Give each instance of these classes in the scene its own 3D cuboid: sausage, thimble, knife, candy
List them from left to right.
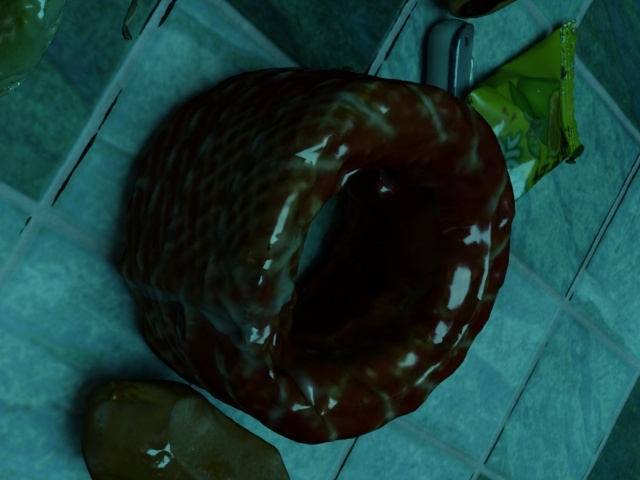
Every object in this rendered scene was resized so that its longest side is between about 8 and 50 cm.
[{"bbox_3d":[-0.128,0.221,1.032,0.258,0.133,0.133,43,76,-38],"label":"sausage"},{"bbox_3d":[0.000,0.000,1.001,0.350,0.230,0.350,-14,112,-38],"label":"thimble"},{"bbox_3d":[0.147,-0.116,1.214,0.073,0.040,0.266,-23,120,-52],"label":"knife"},{"bbox_3d":[0.235,-0.128,1.258,0.297,0.081,0.187,-38,128,-45],"label":"candy"}]

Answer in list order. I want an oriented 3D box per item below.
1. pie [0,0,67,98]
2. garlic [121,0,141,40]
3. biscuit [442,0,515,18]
[{"bbox_3d":[-0.309,-0.215,0.775,0.306,0.071,0.306,-13,111,-38],"label":"pie"},{"bbox_3d":[-0.142,-0.298,0.829,0.207,0.207,0.257,42,75,-40],"label":"garlic"},{"bbox_3d":[0.160,-0.350,0.972,0.455,0.078,0.350,5,141,-46],"label":"biscuit"}]
